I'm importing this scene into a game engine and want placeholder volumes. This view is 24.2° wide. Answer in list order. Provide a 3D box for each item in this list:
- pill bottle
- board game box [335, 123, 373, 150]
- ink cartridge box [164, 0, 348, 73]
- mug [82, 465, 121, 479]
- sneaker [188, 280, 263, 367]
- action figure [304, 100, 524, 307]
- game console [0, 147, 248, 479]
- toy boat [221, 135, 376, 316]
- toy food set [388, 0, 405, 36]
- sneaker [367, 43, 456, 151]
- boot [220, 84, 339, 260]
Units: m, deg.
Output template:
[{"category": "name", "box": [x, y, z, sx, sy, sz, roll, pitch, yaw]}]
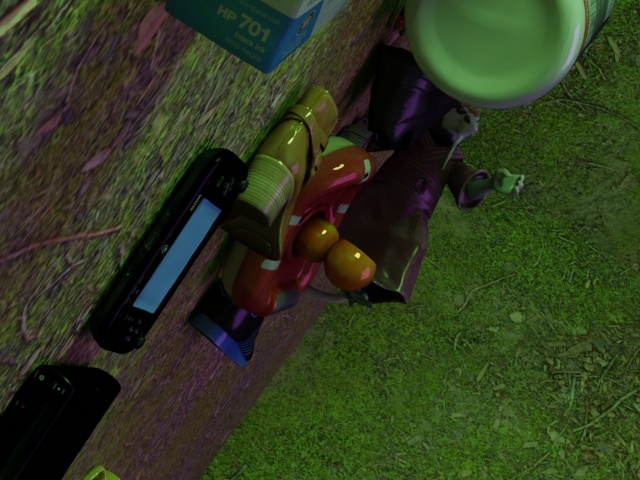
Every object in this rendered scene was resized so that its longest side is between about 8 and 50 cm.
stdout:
[{"category": "pill bottle", "box": [0.247, -0.303, 1.815, 0.210, 0.210, 0.363, -59, 173, 28]}, {"category": "board game box", "box": [-0.003, -0.069, 1.911, 0.194, 0.060, 0.194, -55, 175, -34]}, {"category": "ink cartridge box", "box": [-0.001, -0.215, 0.896, 0.191, 0.082, 0.139, -59, 175, 35]}, {"category": "mug", "box": [-0.274, 0.314, 1.800, 0.062, 0.078, 0.064, -12, -156, 48]}, {"category": "sneaker", "box": [-0.103, 0.099, 1.873, 0.090, 0.081, 0.232, -49, 173, -5]}, {"category": "action figure", "box": [0.133, -0.060, 2.206, 0.370, 0.248, 0.276, -53, 175, -16]}, {"category": "game console", "box": [-0.174, 0.076, 1.270, 0.361, 0.044, 0.213, -57, 175, -2]}, {"category": "toy boat", "box": [0.000, 0.000, 1.693, 0.151, 0.151, 0.231, -17, 138, -58]}, {"category": "toy food set", "box": [0.112, -0.291, 1.840, 0.083, 0.020, 0.082, -57, 175, -2]}, {"category": "sneaker", "box": [0.112, -0.182, 1.974, 0.130, 0.109, 0.286, -70, 164, 7]}, {"category": "boot", "box": [-0.035, -0.067, 1.565, 0.152, 0.073, 0.197, -60, 179, -18]}]
